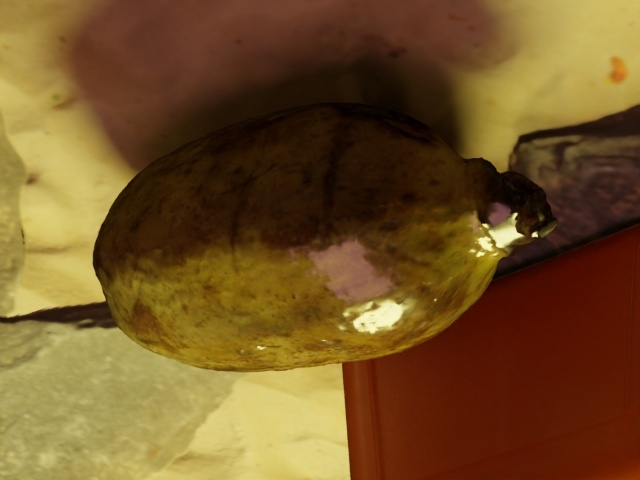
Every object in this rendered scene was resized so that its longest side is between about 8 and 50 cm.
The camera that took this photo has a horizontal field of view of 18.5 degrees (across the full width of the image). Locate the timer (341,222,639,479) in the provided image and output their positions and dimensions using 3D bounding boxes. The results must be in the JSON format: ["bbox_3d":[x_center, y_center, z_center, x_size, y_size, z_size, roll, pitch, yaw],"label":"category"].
[{"bbox_3d":[0.176,0.136,1.131,0.257,0.161,0.250,-23,141,34],"label":"timer"}]

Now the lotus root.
[{"bbox_3d":[0.000,0.000,1.017,0.260,0.128,0.145,-8,147,31],"label":"lotus root"}]
